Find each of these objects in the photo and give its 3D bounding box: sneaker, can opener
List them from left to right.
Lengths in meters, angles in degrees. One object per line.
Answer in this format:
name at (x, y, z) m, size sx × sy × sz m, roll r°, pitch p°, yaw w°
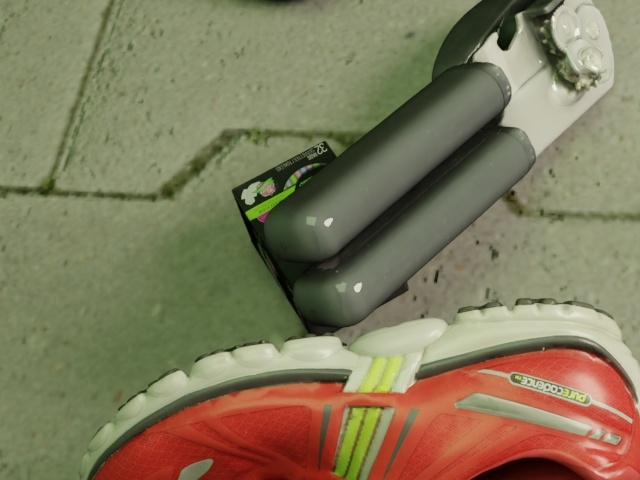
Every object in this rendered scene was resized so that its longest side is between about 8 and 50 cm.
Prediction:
sneaker at (0.018, 0.108, 0.686) m, size 0.279 × 0.107 × 0.118 m, roll -14°, pitch 65°, yaw 8°
can opener at (0.069, -0.053, 0.768) m, size 0.093 × 0.074 × 0.280 m, roll -5°, pitch 29°, yaw 45°

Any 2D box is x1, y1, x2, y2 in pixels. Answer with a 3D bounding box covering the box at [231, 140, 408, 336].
box at (0.000, 0.000, 0.791) m, size 0.062 × 0.052 × 0.083 m, roll -28°, pitch 55°, yaw -7°
